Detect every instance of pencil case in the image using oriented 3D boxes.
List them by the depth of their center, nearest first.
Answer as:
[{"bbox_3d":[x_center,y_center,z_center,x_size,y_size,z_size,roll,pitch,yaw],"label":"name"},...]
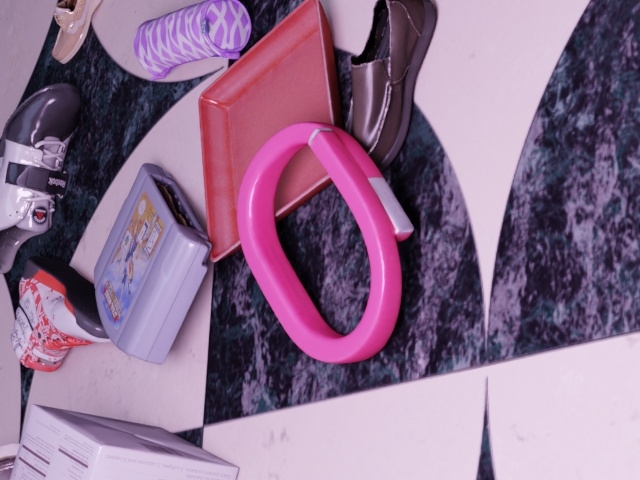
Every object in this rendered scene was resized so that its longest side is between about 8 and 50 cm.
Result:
[{"bbox_3d":[-0.177,-0.278,1.981,0.206,0.086,0.088,-3,102,54],"label":"pencil case"}]

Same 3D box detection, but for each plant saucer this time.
[{"bbox_3d":[-0.055,-0.132,1.786,0.259,0.047,0.259,-36,50,41],"label":"plant saucer"}]

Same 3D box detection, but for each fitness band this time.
[{"bbox_3d":[0.000,0.000,1.604,0.209,0.054,0.291,-54,52,34],"label":"fitness band"}]

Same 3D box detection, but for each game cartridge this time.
[{"bbox_3d":[-0.230,0.034,1.904,0.198,0.062,0.297,-60,26,11],"label":"game cartridge"}]

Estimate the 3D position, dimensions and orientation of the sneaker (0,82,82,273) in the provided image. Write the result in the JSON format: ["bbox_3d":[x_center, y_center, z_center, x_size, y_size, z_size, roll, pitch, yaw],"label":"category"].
[{"bbox_3d":[-0.448,-0.089,2.256,0.146,0.122,0.331,48,115,30],"label":"sneaker"}]

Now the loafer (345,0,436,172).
[{"bbox_3d":[0.059,-0.178,1.623,0.080,0.078,0.220,12,86,54],"label":"loafer"}]

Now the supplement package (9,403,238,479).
[{"bbox_3d":[-0.260,0.360,1.733,0.198,0.199,0.263,15,89,54],"label":"supplement package"}]

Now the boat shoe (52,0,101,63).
[{"bbox_3d":[-0.404,-0.370,2.334,0.170,0.059,0.063,-62,37,15],"label":"boat shoe"}]

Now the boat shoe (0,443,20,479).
[{"bbox_3d":[-0.512,0.432,2.119,0.324,0.116,0.097,-46,41,25],"label":"boat shoe"}]

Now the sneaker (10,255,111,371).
[{"bbox_3d":[-0.363,0.133,2.063,0.270,0.090,0.145,31,110,50],"label":"sneaker"}]
